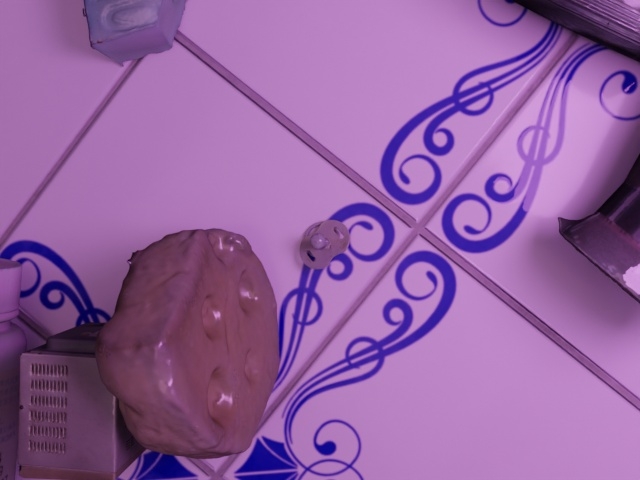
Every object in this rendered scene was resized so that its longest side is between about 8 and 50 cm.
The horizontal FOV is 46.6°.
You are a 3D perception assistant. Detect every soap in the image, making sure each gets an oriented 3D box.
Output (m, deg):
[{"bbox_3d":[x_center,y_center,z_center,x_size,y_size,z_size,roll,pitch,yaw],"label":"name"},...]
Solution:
[{"bbox_3d":[-0.284,-0.390,1.096,0.145,0.091,0.230,-13,90,6],"label":"soap"}]

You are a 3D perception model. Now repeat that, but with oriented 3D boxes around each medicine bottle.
[{"bbox_3d":[-0.549,0.216,1.090,0.213,0.213,0.378,7,93,5],"label":"medicine bottle"}]

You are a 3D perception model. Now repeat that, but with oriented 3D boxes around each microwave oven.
[{"bbox_3d":[-0.310,0.209,1.050,0.145,0.240,0.194,-1,93,6],"label":"microwave oven"}]

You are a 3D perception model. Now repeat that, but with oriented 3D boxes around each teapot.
[{"bbox_3d":[0.520,-0.055,0.957,0.300,0.253,0.344,44,103,16],"label":"teapot"}]

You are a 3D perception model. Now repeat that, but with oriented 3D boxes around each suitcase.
[{"bbox_3d":[0.362,-0.341,0.980,0.312,0.202,0.128,27,105,3],"label":"suitcase"}]

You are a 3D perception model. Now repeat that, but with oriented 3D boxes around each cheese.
[{"bbox_3d":[-0.164,0.135,0.997,0.115,0.326,0.318,-5,82,20],"label":"cheese"}]

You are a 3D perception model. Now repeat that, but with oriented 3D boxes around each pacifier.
[{"bbox_3d":[0.000,0.000,1.099,0.083,0.064,0.068,-39,71,6],"label":"pacifier"}]
